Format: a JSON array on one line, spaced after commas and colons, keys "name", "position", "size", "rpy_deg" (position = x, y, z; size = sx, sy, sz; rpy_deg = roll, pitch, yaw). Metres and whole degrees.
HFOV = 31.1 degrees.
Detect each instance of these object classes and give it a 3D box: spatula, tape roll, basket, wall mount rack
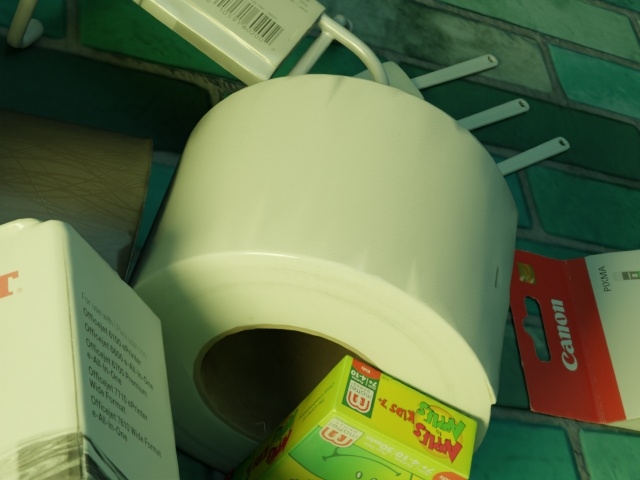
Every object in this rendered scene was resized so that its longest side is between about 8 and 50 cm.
[{"name": "spatula", "position": [0.144, -0.120, 1.146], "size": [0.242, 0.019, 0.168], "rpy_deg": [-24, 71, -43]}, {"name": "tape roll", "position": [0.000, 0.036, 0.767], "size": [0.246, 0.246, 0.169], "rpy_deg": [28, 46, -12]}, {"name": "basket", "position": [-0.239, -0.012, 0.719], "size": [0.227, 0.154, 0.204], "rpy_deg": [17, 50, -17]}, {"name": "wall mount rack", "position": [-0.093, -0.207, 0.991], "size": [0.350, 0.130, 0.304], "rpy_deg": [37, 48, -3]}]

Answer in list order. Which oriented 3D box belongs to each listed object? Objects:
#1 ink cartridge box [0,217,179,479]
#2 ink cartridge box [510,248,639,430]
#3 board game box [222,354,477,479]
[{"name": "ink cartridge box", "position": [-0.183, 0.172, 0.542], "size": [0.129, 0.223, 0.307], "rpy_deg": [57, 17, -56]}, {"name": "ink cartridge box", "position": [0.281, 0.085, 1.051], "size": [0.225, 0.056, 0.181], "rpy_deg": [15, 49, -26]}, {"name": "board game box", "position": [0.009, 0.151, 0.724], "size": [0.092, 0.181, 0.043], "rpy_deg": [28, 45, -12]}]
